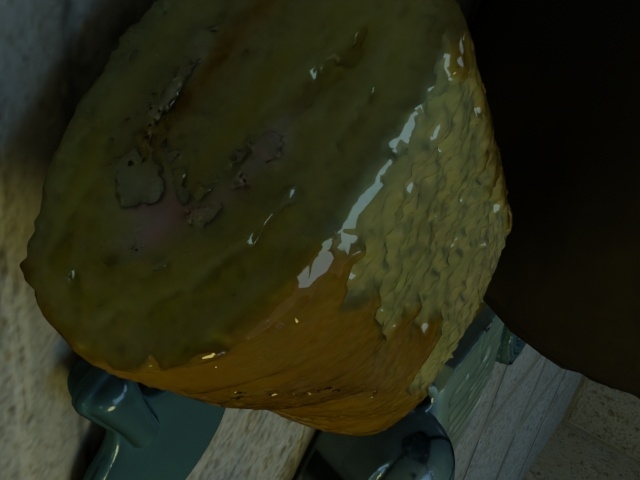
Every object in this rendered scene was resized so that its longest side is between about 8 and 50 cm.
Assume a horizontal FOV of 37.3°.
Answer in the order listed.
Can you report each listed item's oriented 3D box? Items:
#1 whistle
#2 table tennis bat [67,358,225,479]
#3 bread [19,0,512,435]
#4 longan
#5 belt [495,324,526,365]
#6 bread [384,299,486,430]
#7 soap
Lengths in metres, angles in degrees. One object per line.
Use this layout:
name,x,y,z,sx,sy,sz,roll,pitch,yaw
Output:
whistle,0.057,0.278,1.054,0.163,0.163,0.289,-2,120,-65
table tennis bat,-0.121,0.131,0.645,0.149,0.038,0.237,-51,160,-18
bread,0.000,0.000,0.573,0.236,0.165,0.375,-57,159,-3
longan,0.294,-0.067,0.807,0.404,0.436,0.404,-39,174,-5
belt,0.272,0.108,1.406,0.147,0.082,0.163,-68,156,-9
bread,0.100,0.090,1.003,0.269,0.087,0.098,-43,151,-36
soap,0.149,0.175,1.200,0.173,0.095,0.289,-47,155,-29
